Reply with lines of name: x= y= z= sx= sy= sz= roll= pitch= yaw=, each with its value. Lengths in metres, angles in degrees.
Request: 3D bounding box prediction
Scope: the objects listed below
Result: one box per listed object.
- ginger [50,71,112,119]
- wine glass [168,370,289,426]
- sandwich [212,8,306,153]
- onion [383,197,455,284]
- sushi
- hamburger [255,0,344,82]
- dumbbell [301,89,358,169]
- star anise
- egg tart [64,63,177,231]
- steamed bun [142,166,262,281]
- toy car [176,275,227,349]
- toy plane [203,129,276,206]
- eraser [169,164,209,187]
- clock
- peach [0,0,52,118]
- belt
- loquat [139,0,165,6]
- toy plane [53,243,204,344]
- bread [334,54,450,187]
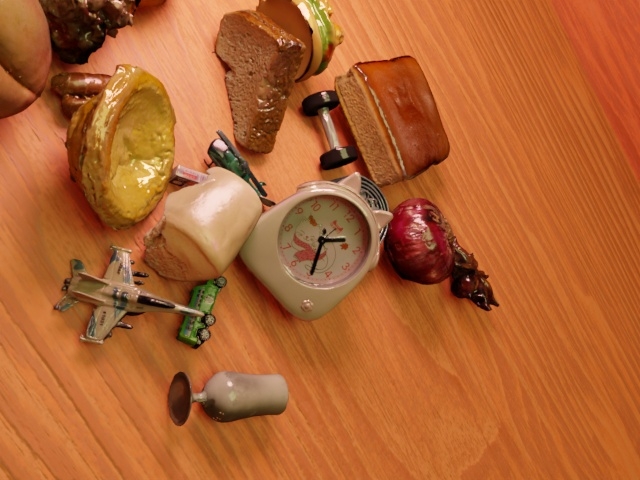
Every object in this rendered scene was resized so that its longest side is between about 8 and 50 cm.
ginger: x=-0.444 y=-0.286 z=1.093 sx=0.162 sy=0.073 sz=0.103 roll=-16 pitch=88 yaw=-40
wine glass: x=-0.181 y=0.316 z=1.109 sx=0.231 sy=0.103 sz=0.103 roll=10 pitch=71 yaw=-39
sandwich: x=-0.165 y=-0.387 z=1.307 sx=0.100 sy=0.288 sz=0.254 roll=-9 pitch=39 yaw=-45
onion: x=0.264 y=0.002 z=1.468 sx=0.246 sy=0.190 sz=0.246 roll=-11 pitch=90 yaw=-70
sushi: x=-0.465 y=-0.465 z=1.033 sx=0.225 sy=0.238 sz=0.218 roll=26 pitch=68 yaw=-10
hamburger: x=-0.051 y=-0.515 z=1.368 sx=0.149 sy=0.237 sz=0.237 roll=-33 pitch=98 yaw=-38
dumbbell: x=0.024 y=-0.288 z=1.430 sx=0.100 sy=0.100 sz=0.191 roll=-18 pitch=89 yaw=-39
star anise: x=0.434 y=0.113 z=1.643 sx=0.272 sy=0.102 sz=0.272 roll=41 pitch=29 yaw=-29
egg tart: x=-0.380 y=-0.177 z=1.029 sx=0.120 sy=0.315 sz=0.315 roll=12 pitch=65 yaw=8
steamed bun: x=-0.239 y=-0.045 z=1.102 sx=0.170 sy=0.200 sz=0.225 roll=58 pitch=46 yaw=-31
toy car: x=-0.246 y=0.140 z=1.130 sx=0.062 sy=0.071 sz=0.165 roll=21 pitch=65 yaw=-16
toy plane: x=-0.184 y=-0.157 z=1.244 sx=0.235 sy=0.096 sz=0.060 roll=53 pitch=54 yaw=-36
eraser: x=-0.267 y=-0.129 z=1.197 sx=0.122 sy=0.052 sz=0.029 roll=18 pitch=69 yaw=-33
clock: x=0.000 y=0.000 z=1.228 sx=0.324 sy=0.108 sz=0.265 roll=-39 pitch=102 yaw=1
peach: x=-0.591 y=-0.334 z=0.887 sx=0.292 sy=0.247 sz=0.292 roll=-10 pitch=103 yaw=-47
belt: x=0.060 y=-0.046 z=1.378 sx=0.267 sy=0.116 sz=0.206 roll=-46 pitch=110 yaw=-31
loquat: x=-0.365 y=-0.607 z=1.165 sx=0.208 sy=0.208 sz=0.208 roll=11 pitch=71 yaw=-35
toy plane: x=-0.353 y=0.114 z=1.033 sx=0.262 sy=0.088 sz=0.192 roll=18 pitch=69 yaw=-16
bread: x=0.211 y=-0.341 z=1.532 sx=0.323 sy=0.143 sz=0.333 roll=-33 pitch=100 yaw=-48
